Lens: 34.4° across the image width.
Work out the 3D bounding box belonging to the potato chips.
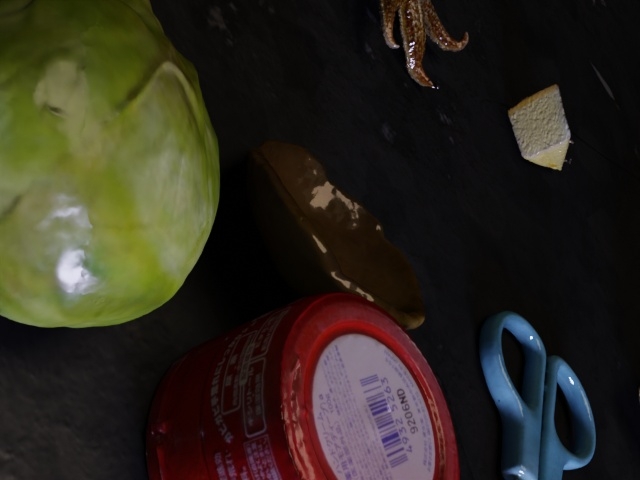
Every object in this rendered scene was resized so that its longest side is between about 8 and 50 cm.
[{"bbox_3d":[0.000,0.001,0.812,0.195,0.062,0.208,24,24,-53],"label":"potato chips"}]

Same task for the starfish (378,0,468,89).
[{"bbox_3d":[0.086,-0.280,1.146,0.238,0.057,0.213,60,27,-7],"label":"starfish"}]

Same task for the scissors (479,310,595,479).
[{"bbox_3d":[0.190,0.258,0.957,0.192,0.029,0.447,47,37,-23],"label":"scissors"}]

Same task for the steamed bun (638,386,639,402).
[{"bbox_3d":[0.492,0.237,1.307,0.212,0.110,0.231,-32,99,-39],"label":"steamed bun"}]

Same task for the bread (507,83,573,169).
[{"bbox_3d":[0.304,-0.138,1.323,0.109,0.080,0.084,10,63,-48],"label":"bread"}]

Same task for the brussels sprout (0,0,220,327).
[{"bbox_3d":[-0.143,-0.054,0.594,0.223,0.161,0.223,22,59,-42],"label":"brussels sprout"}]

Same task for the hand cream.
[{"bbox_3d":[-0.007,0.138,0.688,0.193,0.125,0.193,28,50,-40],"label":"hand cream"}]
